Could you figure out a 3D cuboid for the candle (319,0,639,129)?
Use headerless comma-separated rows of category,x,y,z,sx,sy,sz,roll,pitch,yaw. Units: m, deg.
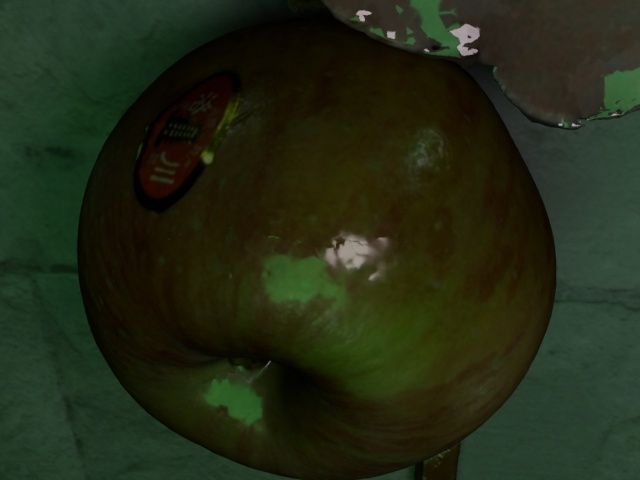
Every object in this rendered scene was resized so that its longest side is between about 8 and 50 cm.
candle,0.155,-0.247,0.917,0.317,0.131,0.287,17,130,-13

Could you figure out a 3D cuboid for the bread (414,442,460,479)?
bread,0.123,0.242,1.383,0.047,0.036,0.083,6,127,8

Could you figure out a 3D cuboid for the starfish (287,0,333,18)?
starfish,0.042,-0.304,1.008,0.299,0.060,0.302,3,131,10

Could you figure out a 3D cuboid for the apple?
apple,0.000,0.000,1.085,0.400,0.333,0.400,16,145,12
